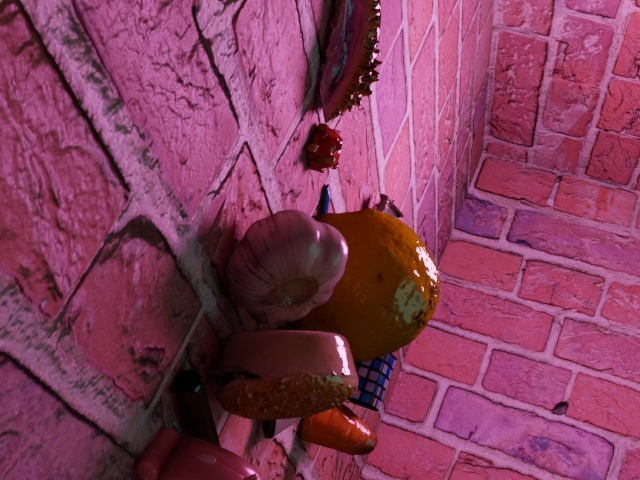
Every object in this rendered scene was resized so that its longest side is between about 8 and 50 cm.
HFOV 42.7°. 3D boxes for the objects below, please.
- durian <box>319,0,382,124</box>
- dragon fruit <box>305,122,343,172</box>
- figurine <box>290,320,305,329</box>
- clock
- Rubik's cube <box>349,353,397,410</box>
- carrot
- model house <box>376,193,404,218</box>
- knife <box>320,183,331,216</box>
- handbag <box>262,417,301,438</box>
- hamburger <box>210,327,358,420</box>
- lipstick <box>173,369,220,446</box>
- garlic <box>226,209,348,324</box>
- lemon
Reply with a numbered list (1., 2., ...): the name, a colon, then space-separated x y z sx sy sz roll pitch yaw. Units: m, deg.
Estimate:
1. durian: 0.086 -0.418 1.776 0.191 0.112 0.341 -24 126 -66
2. dragon fruit: 0.020 -0.206 1.845 0.126 0.068 0.112 73 37 -64
3. figurine: -0.039 0.201 2.063 0.143 0.068 0.101 -74 -174 -85
4. clock: -0.192 0.463 1.489 0.142 0.241 0.227 -56 151 -52
5. Rubik's cube: 0.113 0.408 2.528 0.184 0.187 0.182 51 58 -67
6. carrot: 0.061 0.571 2.453 0.159 0.225 0.159 -59 167 -23
7. model house: 0.187 -0.047 2.458 0.229 0.122 0.188 -27 120 -86
8. knife: -0.002 -0.001 2.048 0.044 0.026 0.296 -40 140 -67
9. handbag: -0.067 0.371 2.066 0.315 0.109 0.241 -12 117 -67
10. hamburger: -0.069 0.275 1.648 0.302 0.302 0.170 49 40 -71
11. lipstick: -0.233 0.369 1.604 0.356 0.057 0.057 87 25 -49
12. garlic: -0.073 0.024 1.627 0.253 0.245 0.245 -110 -162 -49
13. lemon: 0.093 0.097 1.917 0.350 0.387 0.350 -42 -165 14
